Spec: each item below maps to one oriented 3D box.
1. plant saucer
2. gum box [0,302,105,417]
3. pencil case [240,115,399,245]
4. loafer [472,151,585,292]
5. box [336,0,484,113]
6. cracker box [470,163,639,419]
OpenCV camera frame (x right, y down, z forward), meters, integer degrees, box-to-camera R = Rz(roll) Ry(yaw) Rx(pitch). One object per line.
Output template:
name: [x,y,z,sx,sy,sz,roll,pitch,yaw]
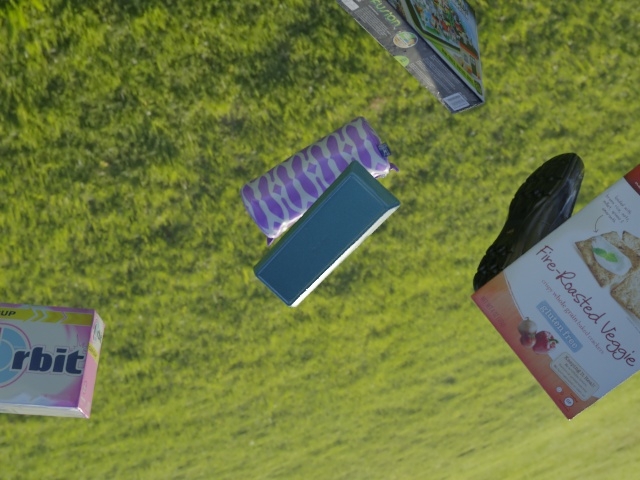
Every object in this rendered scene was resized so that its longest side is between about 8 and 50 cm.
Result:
plant saucer: [0.000,0.000,0.865,0.192,0.067,0.018,-45,-178,33]
gum box: [-0.338,0.126,0.862,0.188,0.107,0.062,4,157,-2]
pencil case: [-0.004,-0.081,1.052,0.206,0.086,0.088,-28,118,10]
loafer: [0.264,-0.007,0.979,0.078,0.223,0.076,39,163,-22]
box: [0.082,-0.211,0.722,0.036,0.114,0.207,-17,151,32]
cracker box: [0.290,0.046,0.802,0.232,0.156,0.067,-40,166,11]
